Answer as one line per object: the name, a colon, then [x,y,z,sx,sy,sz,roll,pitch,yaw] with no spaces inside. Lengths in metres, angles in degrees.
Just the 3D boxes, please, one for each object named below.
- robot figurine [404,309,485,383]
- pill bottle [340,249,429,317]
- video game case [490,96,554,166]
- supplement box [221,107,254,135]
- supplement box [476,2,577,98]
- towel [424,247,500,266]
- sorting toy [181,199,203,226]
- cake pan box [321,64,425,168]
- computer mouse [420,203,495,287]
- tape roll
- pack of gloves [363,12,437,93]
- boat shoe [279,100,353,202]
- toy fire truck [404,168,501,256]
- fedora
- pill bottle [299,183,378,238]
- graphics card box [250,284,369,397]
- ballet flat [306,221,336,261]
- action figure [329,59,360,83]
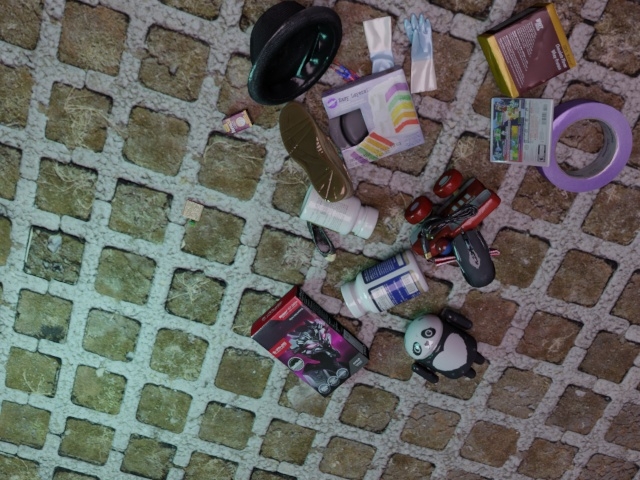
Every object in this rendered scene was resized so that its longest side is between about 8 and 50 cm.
robot figurine: [0.424,0.369,2.015,0.278,0.209,0.173,31,144,-11]
pill bottle: [0.212,0.150,1.945,0.265,0.153,0.153,-25,109,10]
video game case: [0.605,-0.329,1.768,0.184,0.023,0.201,12,117,36]
supplement box: [-0.255,-0.366,1.807,0.083,0.043,0.055,-22,111,9]
supplement box: [0.588,-0.544,1.680,0.194,0.129,0.191,-27,108,11]
towel: [0.440,0.049,1.848,0.199,0.275,0.031,-9,90,4]
sorting toy: [-0.426,-0.088,1.935,0.062,0.012,0.083,18,107,-11]
cake pan box: [0.155,-0.369,1.776,0.267,0.070,0.245,-17,115,9]
computer mouse: [0.395,0.041,1.675,0.184,0.060,0.262,-19,107,6]
tape roll: [0.798,-0.290,1.799,0.275,0.090,0.274,1,111,1]
pack of gloves: [0.239,-0.544,1.730,0.195,0.046,0.232,-9,111,3]
boat shoe: [-0.013,-0.267,1.791,0.122,0.110,0.341,-31,83,27]
toy fire truck: [0.400,-0.066,1.803,0.169,0.254,0.302,42,106,-14]
fedora: [-0.100,-0.547,1.656,0.334,0.334,0.152,-41,70,15]
pill bottle: [0.060,-0.091,1.864,0.229,0.131,0.131,20,110,-7]
graphics card box: [-0.034,0.360,2.063,0.233,0.094,0.371,-43,106,15]
ballet flat: [0.000,0.000,1.944,0.058,0.049,0.173,-26,109,11]
action figure: [0.082,-0.496,1.761,0.115,0.030,0.038,32,103,-13]
